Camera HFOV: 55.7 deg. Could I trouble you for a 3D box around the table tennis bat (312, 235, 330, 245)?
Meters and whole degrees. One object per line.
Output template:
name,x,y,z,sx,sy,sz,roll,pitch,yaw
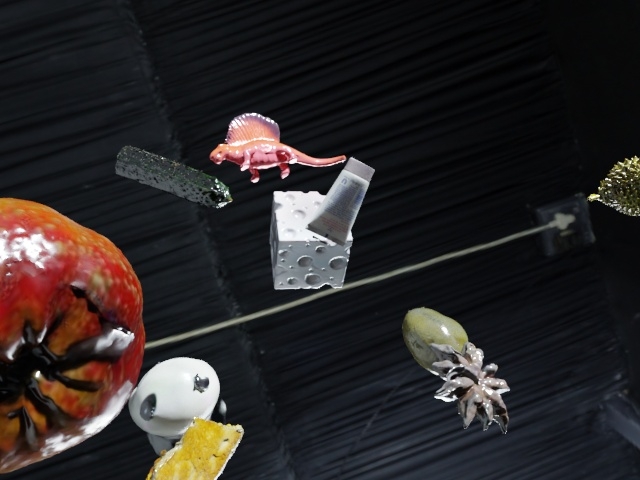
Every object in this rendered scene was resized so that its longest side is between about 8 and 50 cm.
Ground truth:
table tennis bat,0.000,0.000,1.856,0.050,0.007,0.083,22,-4,35

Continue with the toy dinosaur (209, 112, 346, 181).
toy dinosaur,-0.095,-0.201,1.241,0.138,0.286,0.070,68,-29,21

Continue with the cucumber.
cucumber,-0.289,-0.121,1.209,0.300,0.072,0.072,21,-33,24

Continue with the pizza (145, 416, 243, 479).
pizza,-0.318,0.541,1.454,0.074,0.365,0.182,-3,-63,38

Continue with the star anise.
star anise,0.282,0.259,1.104,0.065,0.182,0.195,-50,-157,35

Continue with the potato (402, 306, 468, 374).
potato,0.314,0.274,1.668,0.235,0.160,0.177,50,-17,58

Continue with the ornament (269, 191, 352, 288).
ornament,-0.041,-0.001,2.051,0.239,0.240,0.239,99,-14,-45

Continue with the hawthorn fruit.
hawthorn fruit,-0.470,0.112,0.902,0.403,0.403,0.402,161,-90,-83

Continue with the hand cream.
hand cream,0.070,-0.113,1.768,0.133,0.247,0.083,28,4,-15

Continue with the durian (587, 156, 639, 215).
durian,0.713,-0.126,1.373,0.102,0.208,0.146,46,36,-62

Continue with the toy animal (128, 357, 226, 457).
toy animal,-0.375,0.451,1.635,0.310,0.251,0.251,84,-14,-52
